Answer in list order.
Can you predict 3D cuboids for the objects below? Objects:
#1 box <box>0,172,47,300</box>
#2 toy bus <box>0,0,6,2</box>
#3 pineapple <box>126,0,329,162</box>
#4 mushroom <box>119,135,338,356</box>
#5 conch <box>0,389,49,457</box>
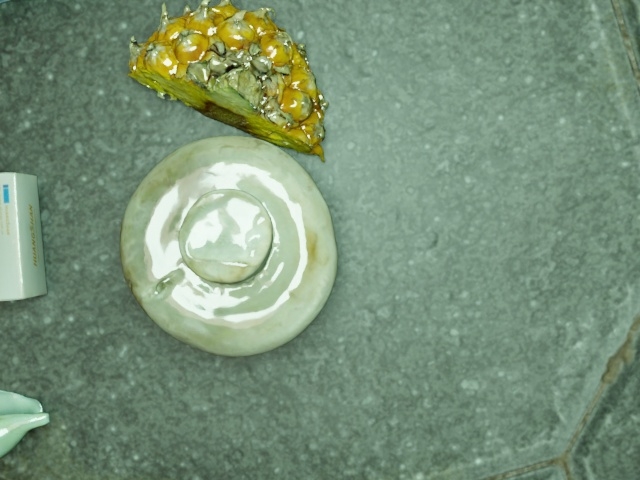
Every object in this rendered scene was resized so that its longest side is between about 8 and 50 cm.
[{"bbox_3d":[-0.451,0.001,0.849,0.233,0.067,0.150,-3,93,4],"label":"box"},{"bbox_3d":[-0.429,-0.306,0.803,0.329,0.136,0.109,-15,89,3],"label":"toy bus"},{"bbox_3d":[-0.089,-0.204,0.782,0.249,0.164,0.140,24,85,5],"label":"pineapple"},{"bbox_3d":[-0.100,0.005,0.752,0.243,0.243,0.244,0,92,3],"label":"mushroom"},{"bbox_3d":[-0.409,0.232,0.862,0.180,0.088,0.065,-24,134,-3],"label":"conch"}]
